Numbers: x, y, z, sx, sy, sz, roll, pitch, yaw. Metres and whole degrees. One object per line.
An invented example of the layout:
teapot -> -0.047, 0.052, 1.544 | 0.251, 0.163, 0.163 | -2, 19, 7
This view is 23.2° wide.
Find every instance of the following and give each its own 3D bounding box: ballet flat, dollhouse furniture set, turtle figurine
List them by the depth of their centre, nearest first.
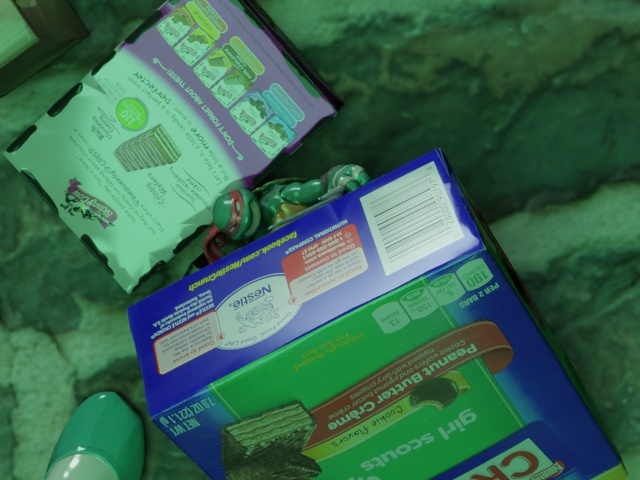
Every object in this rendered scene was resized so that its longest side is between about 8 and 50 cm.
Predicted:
dollhouse furniture set -> -0.309, -0.232, 1.227 | 0.212, 0.161, 0.242 | -34, 95, 12
turtle figurine -> 0.000, 0.000, 1.232 | 0.234, 0.118, 0.175 | 9, 125, -24
ballet flat -> -0.218, 0.252, 1.341 | 0.083, 0.087, 0.247 | 24, 102, 3

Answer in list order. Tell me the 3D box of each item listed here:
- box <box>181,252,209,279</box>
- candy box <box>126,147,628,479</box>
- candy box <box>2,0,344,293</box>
box -> -0.101, 0.060, 1.304 | 0.052, 0.062, 0.083 | 31, 102, 2
candy box -> 0.050, 0.119, 1.187 | 0.268, 0.122, 0.317 | -27, 135, 10
candy box -> -0.119, -0.092, 1.275 | 0.233, 0.071, 0.159 | -40, 94, 11
